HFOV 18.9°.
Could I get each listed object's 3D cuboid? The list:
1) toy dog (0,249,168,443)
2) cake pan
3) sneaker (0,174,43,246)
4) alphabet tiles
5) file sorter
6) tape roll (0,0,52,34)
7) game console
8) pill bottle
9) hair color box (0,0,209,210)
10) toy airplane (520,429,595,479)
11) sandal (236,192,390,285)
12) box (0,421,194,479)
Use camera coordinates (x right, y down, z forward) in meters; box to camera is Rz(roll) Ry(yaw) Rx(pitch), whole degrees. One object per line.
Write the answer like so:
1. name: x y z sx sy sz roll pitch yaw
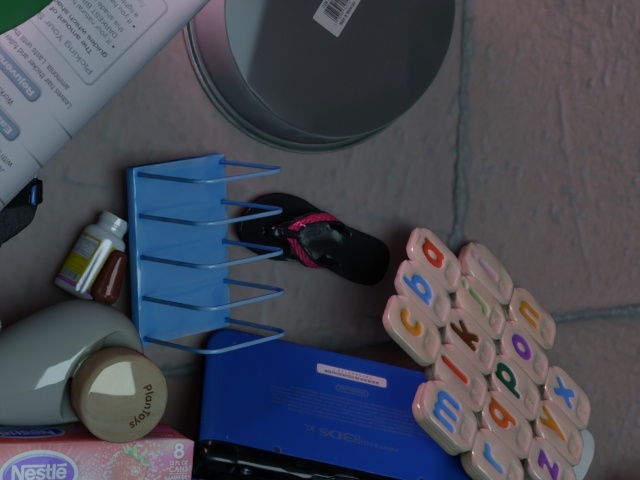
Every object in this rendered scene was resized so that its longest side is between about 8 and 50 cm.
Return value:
1. toy dog: -0.282 0.085 1.674 0.333 0.220 0.161 -2 101 -45
2. cake pan: 0.009 -0.227 1.861 0.293 0.054 0.293 -5 101 -26
3. sneaker: -0.343 -0.032 1.694 0.217 0.079 0.121 -15 105 -26
4. alphabet tiles: 0.167 0.126 1.910 0.278 0.021 0.284 45 35 -18
5. file sorter: -0.101 0.012 1.797 0.118 0.104 0.170 -12 104 -46
6. tape roll: -0.337 -0.303 1.549 0.321 0.077 0.321 4 62 -8
7. game console: 0.003 0.253 1.866 0.293 0.250 0.173 14 132 -12
8. pill bottle: -0.211 0.015 1.791 0.043 0.043 0.083 33 83 -28
9. hair color box: -0.276 -0.158 1.629 0.185 0.113 0.374 49 61 -14
10. toy airplane: 0.253 0.393 2.001 0.386 0.272 0.384 16 62 -9
11. sandal: 0.000 0.000 1.900 0.179 0.040 0.067 19 90 -29
12. box: -0.281 0.233 1.729 0.300 0.154 0.142 2 98 -27
